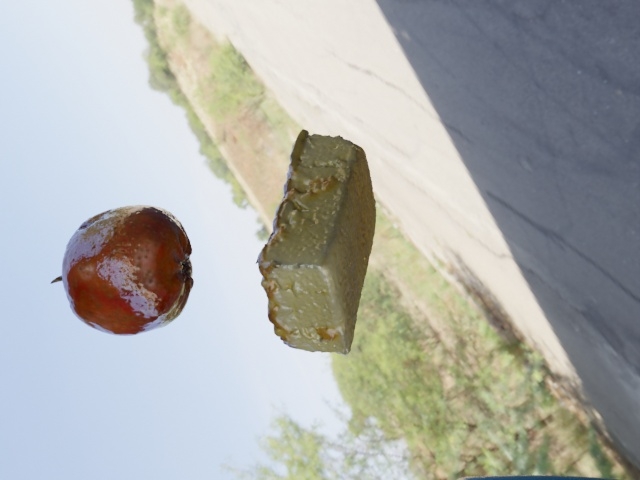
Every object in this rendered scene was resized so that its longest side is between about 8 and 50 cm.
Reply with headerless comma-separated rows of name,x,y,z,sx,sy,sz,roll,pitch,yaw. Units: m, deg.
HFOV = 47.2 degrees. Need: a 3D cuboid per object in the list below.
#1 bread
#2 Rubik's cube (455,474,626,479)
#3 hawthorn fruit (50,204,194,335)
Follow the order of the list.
bread,0.000,0.000,0.978,0.274,0.114,0.184,-77,-20,-45
Rubik's cube,0.307,0.540,0.954,0.351,0.352,0.347,-96,13,-49
hawthorn fruit,-0.273,0.041,0.991,0.179,0.201,0.179,-1,-90,-80
